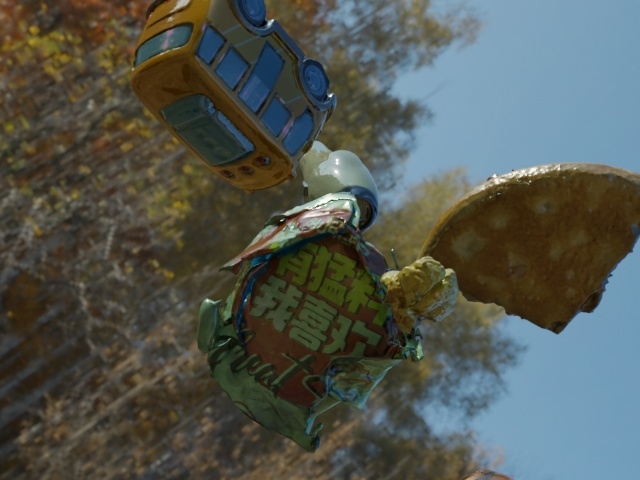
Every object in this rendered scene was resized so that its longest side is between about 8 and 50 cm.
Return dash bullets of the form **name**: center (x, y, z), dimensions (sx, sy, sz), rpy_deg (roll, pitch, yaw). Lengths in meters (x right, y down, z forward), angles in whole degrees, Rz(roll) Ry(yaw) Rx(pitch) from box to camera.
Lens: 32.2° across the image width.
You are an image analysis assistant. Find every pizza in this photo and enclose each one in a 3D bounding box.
- **pizza**: center (0.357, 0.008, 1.757), dimensions (0.278, 0.408, 0.114), rpy_deg (63, 20, -16)

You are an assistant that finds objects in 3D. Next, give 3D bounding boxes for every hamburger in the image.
- **hamburger**: center (-0.005, 0.099, 1.354), dimensions (0.261, 0.276, 0.150), rpy_deg (52, 17, 18)

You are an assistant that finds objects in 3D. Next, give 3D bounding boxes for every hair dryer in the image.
- **hair dryer**: center (0.000, -0.039, 1.770), dimensions (0.296, 0.118, 0.298), rpy_deg (-101, -156, -48)

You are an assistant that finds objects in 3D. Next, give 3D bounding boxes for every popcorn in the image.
- **popcorn**: center (0.100, 0.062, 1.128), dimensions (0.084, 0.084, 0.084), rpy_deg (45, -23, 26)

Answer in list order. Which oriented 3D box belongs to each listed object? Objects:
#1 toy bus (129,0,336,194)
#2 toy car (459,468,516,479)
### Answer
- **toy bus**: center (-0.088, -0.145, 1.093), dimensions (0.126, 0.136, 0.209), rpy_deg (-16, -48, 37)
- **toy car**: center (0.106, 0.358, 0.933), dimensions (0.240, 0.340, 0.271), rpy_deg (57, 6, 19)
